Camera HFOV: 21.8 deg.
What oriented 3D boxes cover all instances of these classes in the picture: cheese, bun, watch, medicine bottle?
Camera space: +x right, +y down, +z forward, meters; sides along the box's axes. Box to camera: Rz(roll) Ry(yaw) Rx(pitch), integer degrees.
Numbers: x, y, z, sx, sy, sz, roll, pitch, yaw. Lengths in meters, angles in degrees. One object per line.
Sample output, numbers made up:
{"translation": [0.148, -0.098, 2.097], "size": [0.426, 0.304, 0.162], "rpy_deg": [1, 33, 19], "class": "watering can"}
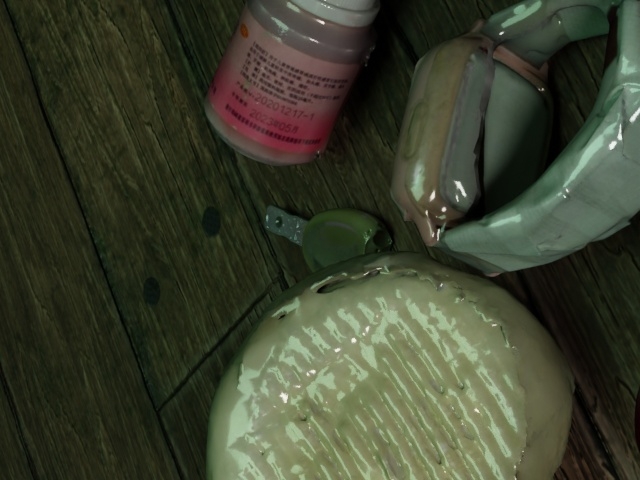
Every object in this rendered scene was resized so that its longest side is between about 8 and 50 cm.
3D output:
{"translation": [0.000, 0.000, 1.782], "size": [0.192, 0.037, 0.097], "rpy_deg": [24, 108, 48], "class": "cheese"}
{"translation": [0.068, 0.187, 1.538], "size": [0.359, 0.211, 0.360], "rpy_deg": [-4, 75, 17], "class": "bun"}
{"translation": [0.208, -0.100, 1.435], "size": [0.241, 0.161, 0.253], "rpy_deg": [0, 72, 46], "class": "watch"}
{"translation": [-0.019, -0.206, 1.720], "size": [0.147, 0.147, 0.247], "rpy_deg": [51, 127, 37], "class": "medicine bottle"}

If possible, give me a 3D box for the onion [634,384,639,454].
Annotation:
{"translation": [0.368, 0.106, 1.210], "size": [0.280, 0.221, 0.281], "rpy_deg": [5, 104, 22], "class": "onion"}
